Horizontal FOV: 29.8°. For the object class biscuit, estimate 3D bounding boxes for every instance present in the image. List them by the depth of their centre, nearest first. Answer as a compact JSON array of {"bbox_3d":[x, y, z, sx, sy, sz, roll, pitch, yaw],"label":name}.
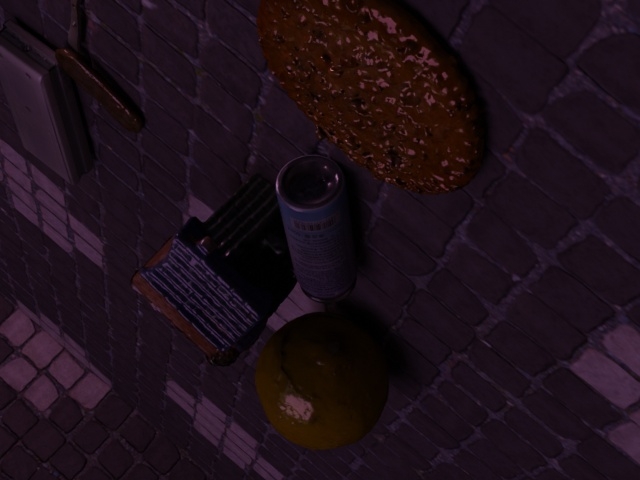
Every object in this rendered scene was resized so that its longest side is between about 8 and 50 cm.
[{"bbox_3d":[0.040,-0.133,1.067,0.254,0.035,0.254,36,159,17],"label":"biscuit"},{"bbox_3d":[-0.280,-0.190,1.528,0.147,0.018,0.071,44,161,-17],"label":"biscuit"}]

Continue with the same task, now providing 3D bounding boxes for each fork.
[{"bbox_3d":[-0.280,-0.264,1.397,0.034,0.028,0.219,33,162,3],"label":"fork"}]

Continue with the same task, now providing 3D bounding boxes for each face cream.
[{"bbox_3d":[0.000,0.000,1.334,0.075,0.075,0.229,33,156,23],"label":"face cream"}]

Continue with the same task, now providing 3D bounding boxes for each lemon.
[{"bbox_3d":[0.002,0.180,1.548,0.180,0.180,0.193,43,180,-2],"label":"lemon"}]

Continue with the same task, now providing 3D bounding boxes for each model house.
[{"bbox_3d":[-0.101,0.028,1.413,0.166,0.183,0.172,43,159,-2],"label":"model house"}]

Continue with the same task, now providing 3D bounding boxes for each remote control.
[{"bbox_3d":[-0.382,-0.187,1.672,0.103,0.055,0.277,36,157,15],"label":"remote control"}]
